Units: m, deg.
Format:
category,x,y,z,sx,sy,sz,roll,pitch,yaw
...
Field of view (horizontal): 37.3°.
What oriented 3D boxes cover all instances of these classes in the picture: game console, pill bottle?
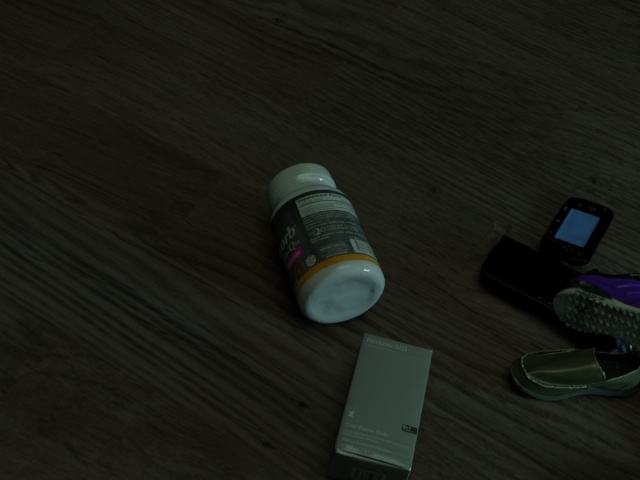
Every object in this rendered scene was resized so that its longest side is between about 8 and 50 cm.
category,x,y,z,sx,sy,sz,roll,pitch,yaw
game console,0.474,0.018,1.903,0.213,0.044,0.361,28,47,16
pill bottle,0.000,0.000,1.730,0.162,0.162,0.278,-7,50,-19

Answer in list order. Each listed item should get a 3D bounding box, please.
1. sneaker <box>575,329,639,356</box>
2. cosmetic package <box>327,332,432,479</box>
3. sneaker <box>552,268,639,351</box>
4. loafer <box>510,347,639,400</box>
category,x,y,z,sx,sy,sz,roll,pitch,yaw
sneaker,0.588,0.199,1.757,0.224,0.083,0.098,29,61,26
cosmetic package,0.099,0.279,1.539,0.127,0.107,0.237,13,50,3
sneaker,0.580,0.123,1.690,0.293,0.102,0.146,25,45,30
loafer,0.459,0.223,1.683,0.251,0.087,0.094,0,48,-14
